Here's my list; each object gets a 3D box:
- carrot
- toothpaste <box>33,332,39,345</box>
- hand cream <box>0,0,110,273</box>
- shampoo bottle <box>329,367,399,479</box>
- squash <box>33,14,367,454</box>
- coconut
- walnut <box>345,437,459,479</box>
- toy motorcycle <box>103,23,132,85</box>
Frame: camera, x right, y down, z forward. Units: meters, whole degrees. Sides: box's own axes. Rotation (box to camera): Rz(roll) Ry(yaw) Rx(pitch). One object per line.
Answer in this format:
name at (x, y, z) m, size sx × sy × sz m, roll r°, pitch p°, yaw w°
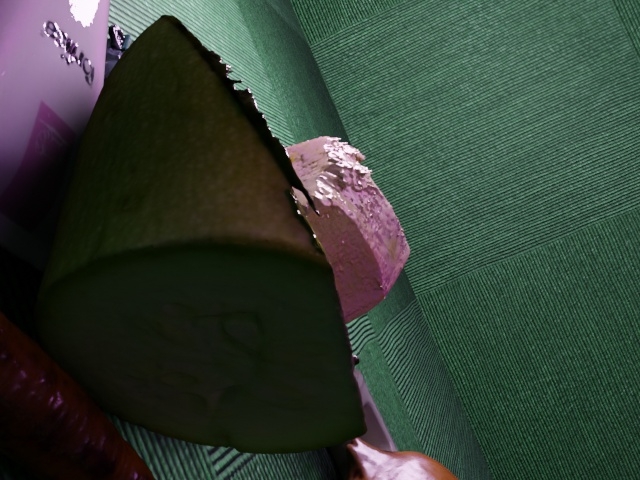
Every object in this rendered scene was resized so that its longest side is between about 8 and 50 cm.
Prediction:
carrot at (-0.169, 0.105, 0.431) m, size 0.066 × 0.066 × 0.314 m, roll -99°, pitch 163°, yaw -49°
toothpaste at (-0.145, 0.082, 0.608) m, size 0.234 × 0.057 × 0.089 m, roll 42°, pitch 47°, yaw -53°
hand cream at (-0.226, -0.152, 0.571) m, size 0.185 × 0.118 × 0.358 m, roll 61°, pitch 20°, yaw -61°
shampoo bottle at (0.043, 0.255, 1.006) m, size 0.234 × 0.087 × 0.118 m, roll 65°, pitch 11°, yaw -7°
squash at (-0.072, -0.033, 0.550) m, size 0.233 × 0.210 × 0.308 m, roll 76°, pitch 14°, yaw -46°
coconut at (0.000, 0.000, 0.986) m, size 0.245 × 0.233 × 0.233 m, roll 53°, pitch 18°, yaw -39°
walnut at (0.124, 0.385, 0.867) m, size 0.336 × 0.209 × 0.209 m, roll 61°, pitch 11°, yaw 12°
toy motorcycle at (-0.213, -0.155, 0.748) m, size 0.173 × 0.058 × 0.100 m, roll -100°, pitch 168°, yaw -54°
